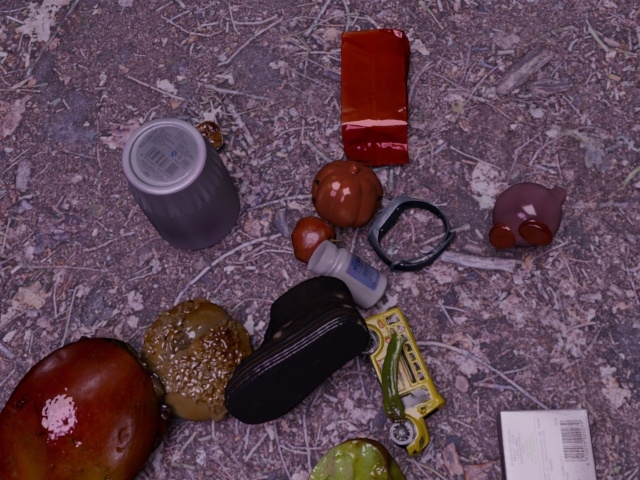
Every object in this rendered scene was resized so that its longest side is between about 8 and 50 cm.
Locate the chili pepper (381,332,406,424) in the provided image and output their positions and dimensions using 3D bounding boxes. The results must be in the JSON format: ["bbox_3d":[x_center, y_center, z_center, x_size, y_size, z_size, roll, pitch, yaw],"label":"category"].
[{"bbox_3d":[0.163,0.309,1.457,0.051,0.050,0.202,-15,63,45],"label":"chili pepper"}]

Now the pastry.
[{"bbox_3d":[-0.311,0.293,1.613,0.284,0.184,0.316,-38,70,-4],"label":"pastry"}]

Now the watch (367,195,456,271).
[{"bbox_3d":[0.234,-0.011,1.694,0.193,0.068,0.206,34,78,19],"label":"watch"}]

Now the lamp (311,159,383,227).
[{"bbox_3d":[0.071,-0.129,1.690,0.187,0.164,0.188,12,35,-8],"label":"lamp"}]

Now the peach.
[{"bbox_3d":[-0.553,0.430,1.517,0.338,0.353,0.417,22,75,13],"label":"peach"}]

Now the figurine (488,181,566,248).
[{"bbox_3d":[0.515,-0.065,1.618,0.173,0.173,0.174,-3,71,8],"label":"figurine"}]

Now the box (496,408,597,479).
[{"bbox_3d":[0.506,0.512,1.448,0.194,0.111,0.261,-3,74,9],"label":"box"}]

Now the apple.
[{"bbox_3d":[0.080,0.571,1.427,0.226,0.246,0.246,-32,69,8],"label":"apple"}]

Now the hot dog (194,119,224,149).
[{"bbox_3d":[-0.376,-0.283,1.889,0.191,0.059,0.108,-24,74,-2],"label":"hot dog"}]

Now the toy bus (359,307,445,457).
[{"bbox_3d":[0.194,0.336,1.541,0.152,0.144,0.330,-22,68,1],"label":"toy bus"}]

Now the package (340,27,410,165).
[{"bbox_3d":[0.154,-0.417,1.815,0.195,0.123,0.424,-2,70,11],"label":"package"}]

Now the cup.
[{"bbox_3d":[-0.355,-0.143,1.681,0.253,0.371,0.254,0,72,1],"label":"cup"}]

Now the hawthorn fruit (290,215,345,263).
[{"bbox_3d":[-0.016,0.001,1.690,0.125,0.125,0.140,-51,31,-9],"label":"hawthorn fruit"}]

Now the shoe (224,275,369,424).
[{"bbox_3d":[-0.074,0.247,1.533,0.384,0.171,0.237,-40,30,9],"label":"shoe"}]

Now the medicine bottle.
[{"bbox_3d":[0.068,0.084,1.626,0.186,0.102,0.103,34,77,-15],"label":"medicine bottle"}]
